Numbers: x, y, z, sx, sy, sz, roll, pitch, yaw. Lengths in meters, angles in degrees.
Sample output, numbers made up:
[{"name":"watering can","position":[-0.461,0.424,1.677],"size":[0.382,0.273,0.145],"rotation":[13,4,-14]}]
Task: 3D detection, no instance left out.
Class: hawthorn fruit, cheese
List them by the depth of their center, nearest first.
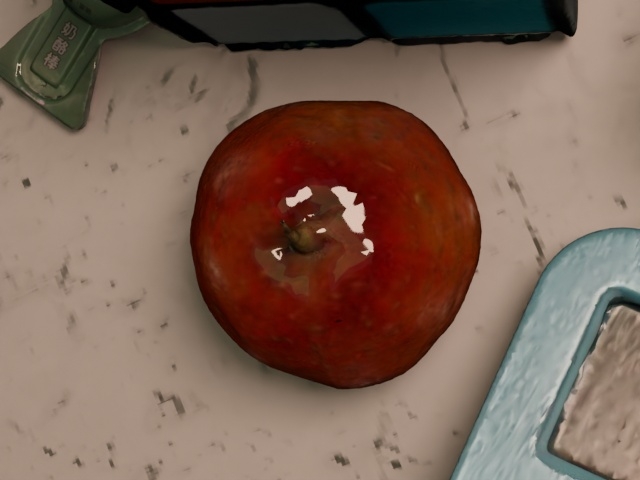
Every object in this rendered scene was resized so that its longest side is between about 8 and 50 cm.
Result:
[{"name":"hawthorn fruit","position":[0.000,0.004,0.561],"size":[0.125,0.140,0.125],"rotation":[13,124,19]},{"name":"cheese","position":[-0.105,-0.117,0.638],"size":[0.067,0.026,0.121],"rotation":[36,97,14]}]

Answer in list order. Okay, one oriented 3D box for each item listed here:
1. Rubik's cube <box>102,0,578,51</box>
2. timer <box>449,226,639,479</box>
[{"name":"Rubik's cube","position":[0.008,-0.170,0.533],"size":[0.183,0.180,0.167],"rotation":[2,89,16]},{"name":"timer","position":[0.156,0.137,0.532],"size":[0.231,0.091,0.250],"rotation":[22,90,15]}]
